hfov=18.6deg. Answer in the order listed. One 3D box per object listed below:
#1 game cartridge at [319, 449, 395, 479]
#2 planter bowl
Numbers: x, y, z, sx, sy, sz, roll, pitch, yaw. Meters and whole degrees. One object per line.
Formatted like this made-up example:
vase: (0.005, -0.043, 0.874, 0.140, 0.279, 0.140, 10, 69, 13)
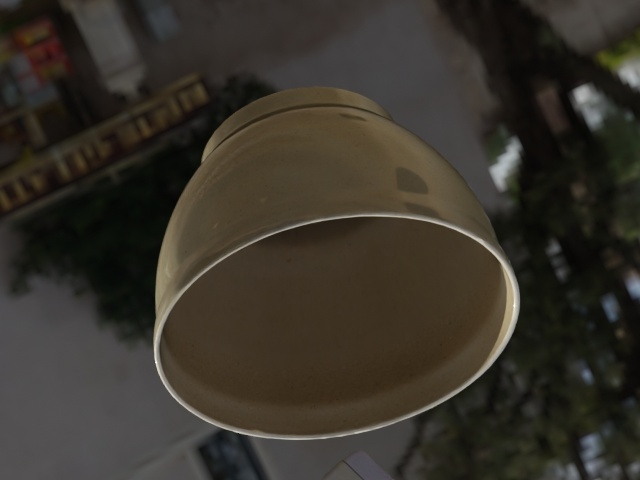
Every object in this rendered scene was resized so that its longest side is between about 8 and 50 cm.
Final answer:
game cartridge: (0.123, 0.312, 1.286, 0.068, 0.355, 0.230, -35, 156, -31)
planter bowl: (0.000, 0.000, 0.887, 0.162, 0.162, 0.109, -23, -130, 15)
